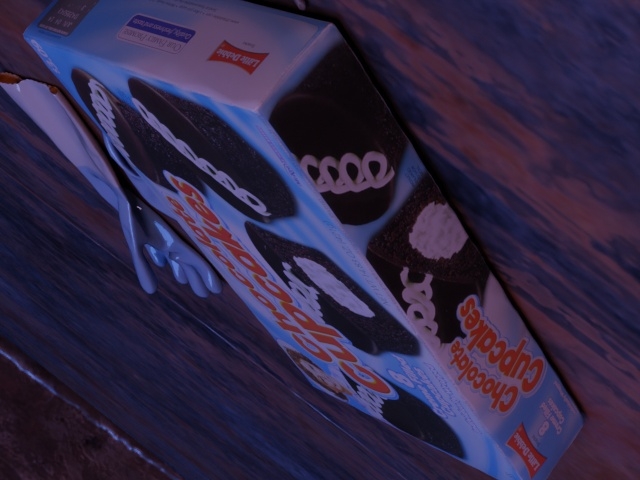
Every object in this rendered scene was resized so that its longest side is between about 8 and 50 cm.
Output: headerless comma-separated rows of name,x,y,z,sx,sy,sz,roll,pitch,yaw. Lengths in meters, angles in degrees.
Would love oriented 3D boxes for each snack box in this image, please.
snack box,0.000,0.000,0.788,0.187,0.060,0.322,22,157,45

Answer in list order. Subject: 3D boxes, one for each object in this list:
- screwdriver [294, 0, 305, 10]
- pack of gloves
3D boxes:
screwdriver,-0.030,-0.141,0.572,0.024,0.025,0.170,28,169,30
pack of gloves,-0.117,-0.009,1.039,0.195,0.046,0.232,21,156,48
